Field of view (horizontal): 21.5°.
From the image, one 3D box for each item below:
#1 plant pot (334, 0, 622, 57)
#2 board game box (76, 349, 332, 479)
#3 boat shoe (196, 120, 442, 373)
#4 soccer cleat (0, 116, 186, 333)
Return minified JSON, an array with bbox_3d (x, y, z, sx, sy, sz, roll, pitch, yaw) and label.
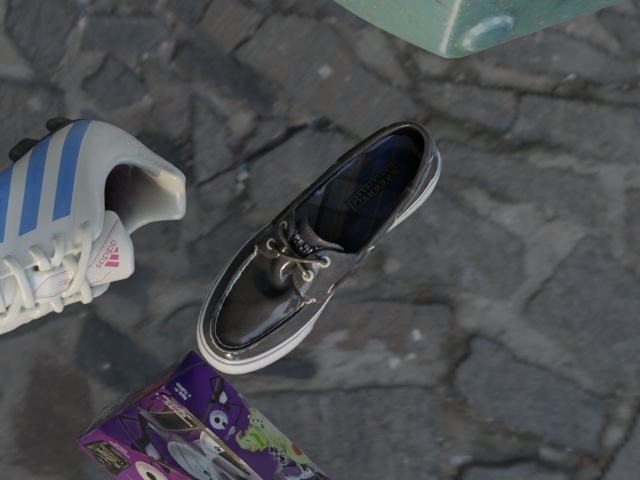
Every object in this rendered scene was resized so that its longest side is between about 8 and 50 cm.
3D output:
[{"bbox_3d":[0.079,-0.236,0.771,0.247,0.248,0.252,-21,70,-14],"label":"plant pot"},{"bbox_3d":[-0.029,0.244,1.362,0.347,0.208,0.056,44,62,-7],"label":"board game box"},{"bbox_3d":[0.000,0.000,1.187,0.228,0.076,0.080,-41,78,-9],"label":"boat shoe"},{"bbox_3d":[-0.233,0.014,1.293,0.143,0.116,0.331,24,47,24],"label":"soccer cleat"}]
